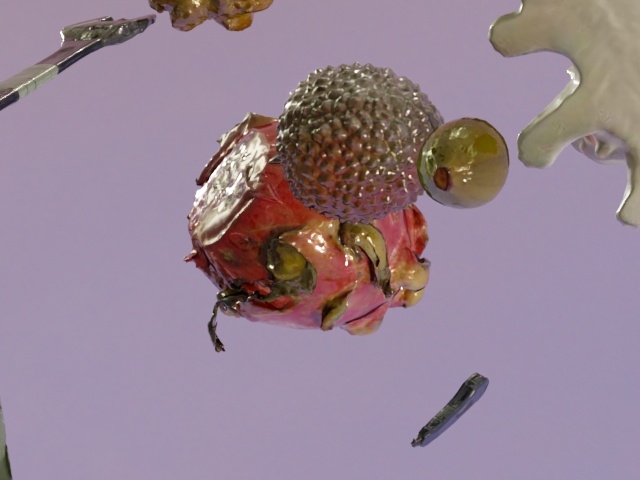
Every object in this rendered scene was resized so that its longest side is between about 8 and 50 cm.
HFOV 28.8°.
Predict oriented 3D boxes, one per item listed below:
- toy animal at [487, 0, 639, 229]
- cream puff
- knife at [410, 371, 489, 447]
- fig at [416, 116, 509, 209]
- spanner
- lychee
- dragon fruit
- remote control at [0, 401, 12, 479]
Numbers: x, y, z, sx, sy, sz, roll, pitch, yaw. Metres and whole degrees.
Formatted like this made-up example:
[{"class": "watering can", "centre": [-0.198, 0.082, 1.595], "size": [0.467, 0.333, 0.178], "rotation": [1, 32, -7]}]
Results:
[{"class": "toy animal", "centre": [0.273, -0.211, 1.298], "size": [0.307, 0.188, 0.266], "rotation": [28, -58, 7]}, {"class": "cream puff", "centre": [-0.094, -0.226, 1.054], "size": [0.122, 0.116, 0.094], "rotation": [9, -133, 19]}, {"class": "knife", "centre": [0.138, 0.182, 1.318], "size": [0.018, 0.031, 0.121], "rotation": [32, -129, 27]}, {"class": "fig", "centre": [0.110, -0.059, 0.990], "size": [0.074, 0.088, 0.074], "rotation": [8, -72, 26]}, {"class": "spanner", "centre": [-0.216, -0.133, 0.975], "size": [0.087, 0.024, 0.316], "rotation": [-7, -159, 20]}, {"class": "lychee", "centre": [0.032, -0.096, 1.240], "size": [0.197, 0.165, 0.165], "rotation": [-12, -119, 46]}, {"class": "dragon fruit", "centre": [0.000, 0.000, 1.462], "size": [0.250, 0.291, 0.269], "rotation": [-44, -148, 22]}, {"class": "remote control", "centre": [-0.278, 0.245, 0.998], "size": [0.065, 0.128, 0.335], "rotation": [-20, -109, 16]}]
